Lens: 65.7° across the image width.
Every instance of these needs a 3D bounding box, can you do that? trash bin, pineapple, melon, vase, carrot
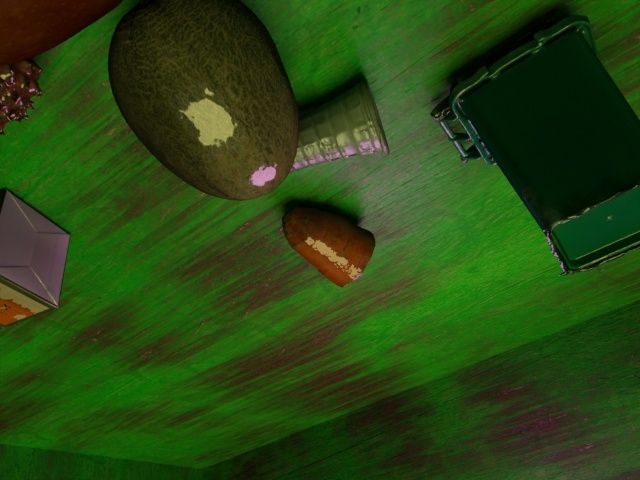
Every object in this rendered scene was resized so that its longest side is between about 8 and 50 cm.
[{"bbox_3d":[0.399,-0.155,0.860,0.295,0.380,0.259,-29,139,22],"label":"trash bin"},{"bbox_3d":[-0.474,-0.241,0.692,0.193,0.166,0.166,-36,137,26],"label":"pineapple"},{"bbox_3d":[-0.161,-0.206,0.737,0.249,0.248,0.329,-20,126,10],"label":"melon"},{"bbox_3d":[-0.035,-0.178,0.918,0.299,0.143,0.143,-18,143,12],"label":"vase"},{"bbox_3d":[0.000,0.000,1.163,0.225,0.159,0.159,29,128,-29],"label":"carrot"}]

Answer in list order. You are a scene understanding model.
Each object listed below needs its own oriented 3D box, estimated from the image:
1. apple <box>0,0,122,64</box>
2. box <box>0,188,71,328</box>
[{"bbox_3d":[-0.354,-0.337,0.505,0.317,0.288,0.288,-23,144,-6],"label":"apple"},{"bbox_3d":[-0.629,0.040,0.984,0.148,0.194,0.177,-20,143,10],"label":"box"}]
